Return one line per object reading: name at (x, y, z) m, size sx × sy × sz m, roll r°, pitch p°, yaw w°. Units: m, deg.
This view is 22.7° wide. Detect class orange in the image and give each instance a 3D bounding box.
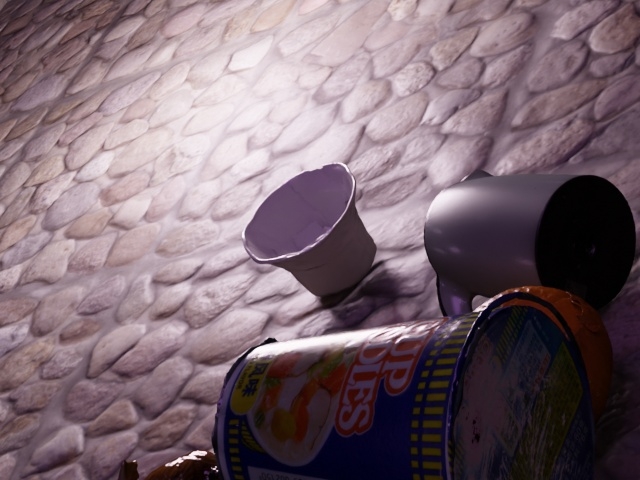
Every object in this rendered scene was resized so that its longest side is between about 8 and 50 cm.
orange at (0.226, 0.144, 1.723) m, size 0.193 × 0.161 × 0.193 m, roll -18°, pitch 27°, yaw 9°

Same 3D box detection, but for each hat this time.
hat at (0.000, 0.000, 2.228) m, size 0.203 × 0.126 × 0.203 m, roll -27°, pitch 29°, yaw 17°

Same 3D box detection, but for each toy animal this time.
toy animal at (-0.178, 0.335, 1.980) m, size 0.179 × 0.089 × 0.188 m, roll 1°, pitch 43°, yaw 36°

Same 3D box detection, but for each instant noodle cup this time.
instant noodle cup at (0.072, 0.195, 1.572) m, size 0.312 × 0.284 × 0.284 m, roll -3°, pitch 42°, yaw 37°

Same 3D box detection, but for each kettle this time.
kettle at (0.232, 0.024, 1.923) m, size 0.236 × 0.161 × 0.221 m, roll 7°, pitch 81°, yaw 54°
